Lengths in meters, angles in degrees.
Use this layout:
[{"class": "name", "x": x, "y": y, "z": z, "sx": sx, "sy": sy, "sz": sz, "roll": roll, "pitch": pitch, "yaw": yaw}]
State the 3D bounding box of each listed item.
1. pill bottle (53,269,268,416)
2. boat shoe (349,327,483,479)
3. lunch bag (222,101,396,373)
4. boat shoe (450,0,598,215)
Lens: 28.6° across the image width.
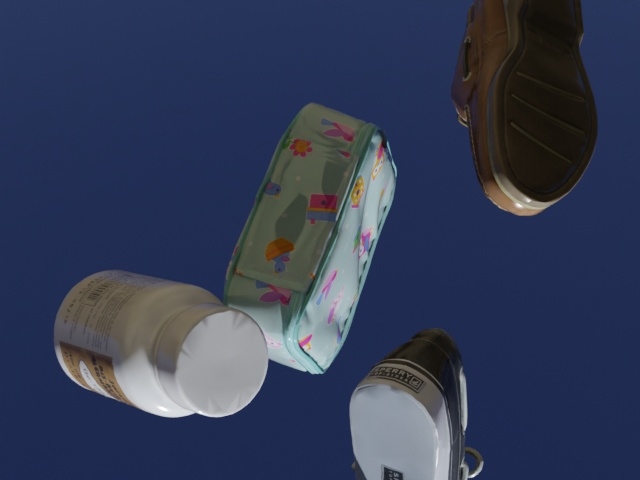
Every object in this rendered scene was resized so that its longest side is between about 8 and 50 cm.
[{"class": "pill bottle", "x": -0.157, "y": 0.103, "z": 1.235, "sx": 0.131, "sy": 0.131, "sz": 0.229, "roll": -33, "pitch": -157, "yaw": -30}, {"class": "boat shoe", "x": 0.080, "y": 0.208, "z": 1.108, "sx": 0.113, "sy": 0.306, "sz": 0.105, "roll": 15, "pitch": -141, "yaw": 27}, {"class": "lunch bag", "x": 0.000, "y": 0.000, "z": 1.385, "sx": 0.108, "sy": 0.224, "sz": 0.279, "roll": 17, "pitch": -104, "yaw": 18}, {"class": "boat shoe", "x": 0.179, "y": -0.133, "z": 1.146, "sx": 0.111, "sy": 0.104, "sz": 0.307, "roll": 29, "pitch": -131, "yaw": -19}]
